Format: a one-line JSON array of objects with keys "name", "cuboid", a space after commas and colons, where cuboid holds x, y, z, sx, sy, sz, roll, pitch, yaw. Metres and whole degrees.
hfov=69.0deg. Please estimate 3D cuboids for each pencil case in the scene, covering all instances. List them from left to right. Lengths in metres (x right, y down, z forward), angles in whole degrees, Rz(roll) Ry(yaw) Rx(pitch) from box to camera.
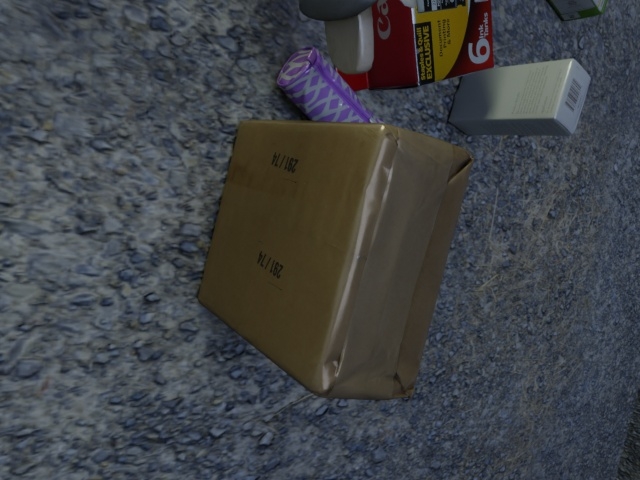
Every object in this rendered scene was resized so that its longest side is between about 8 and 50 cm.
[{"name": "pencil case", "cuboid": [0.025, -0.217, 0.751, 0.206, 0.088, 0.086, 33, 78, -36]}]

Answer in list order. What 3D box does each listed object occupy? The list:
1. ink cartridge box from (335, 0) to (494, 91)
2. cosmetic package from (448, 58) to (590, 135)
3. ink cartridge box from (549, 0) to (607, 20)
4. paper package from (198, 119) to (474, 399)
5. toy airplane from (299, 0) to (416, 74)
[{"name": "ink cartridge box", "cuboid": [0.148, -0.419, 0.771, 0.272, 0.130, 0.309, -24, 114, -30]}, {"name": "cosmetic package", "cuboid": [0.381, -0.273, 0.915, 0.085, 0.231, 0.117, 19, 89, -38]}, {"name": "ink cartridge box", "cuboid": [0.575, -0.659, 1.058, 0.255, 0.097, 0.189, 19, 89, -39]}, {"name": "paper package", "cuboid": [0.000, 0.000, 0.632, 0.168, 0.325, 0.309, 12, 94, -38]}, {"name": "toy airplane", "cuboid": [0.018, -0.453, 0.515, 0.386, 0.384, 0.272, 48, 37, 8]}]
